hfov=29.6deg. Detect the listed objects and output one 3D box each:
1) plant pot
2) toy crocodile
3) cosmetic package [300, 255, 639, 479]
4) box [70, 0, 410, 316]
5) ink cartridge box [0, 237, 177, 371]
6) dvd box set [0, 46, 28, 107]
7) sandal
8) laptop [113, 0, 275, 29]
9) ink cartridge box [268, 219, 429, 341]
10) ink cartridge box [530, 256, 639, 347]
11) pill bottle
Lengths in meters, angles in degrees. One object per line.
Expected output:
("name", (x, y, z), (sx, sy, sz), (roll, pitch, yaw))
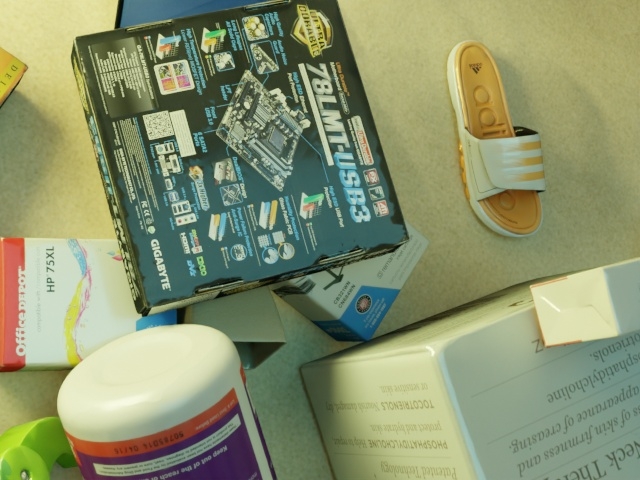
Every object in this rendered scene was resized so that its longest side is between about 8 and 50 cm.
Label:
("plant pot", (-0.109, 0.081, 1.332), (0.109, 0.109, 0.096), (3, 66, -24))
("toy crocodile", (-0.316, 0.306, 1.145), (0.105, 0.115, 0.340), (43, 35, -29))
("cosmetic package", (0.235, 0.259, 1.326), (0.329, 0.327, 0.394), (-19, 89, -26))
("box", (-0.086, -0.097, 1.282), (0.293, 0.073, 0.295), (-14, 83, -18))
("ink cartridge box", (-0.271, 0.068, 1.269), (0.231, 0.078, 0.134), (0, 81, -24))
("dvd box set", (-0.541, -0.178, 1.177), (0.420, 0.062, 0.308), (35, 58, -15))
("sandal", (0.226, -0.133, 1.534), (0.102, 0.076, 0.265), (-14, 86, -26))
("laptop", (-0.103, -0.208, 1.366), (0.234, 0.136, 0.264), (-6, 83, -25))
("ink cartridge box", (0.000, 0.000, 1.389), (0.203, 0.086, 0.148), (39, 73, -19))
("ink cartridge box", (0.317, 0.046, 1.158), (0.198, 0.115, 0.067), (-11, 85, -27))
("pill bottle", (-0.131, 0.258, 1.212), (0.181, 0.181, 0.323), (-25, 112, -26))
